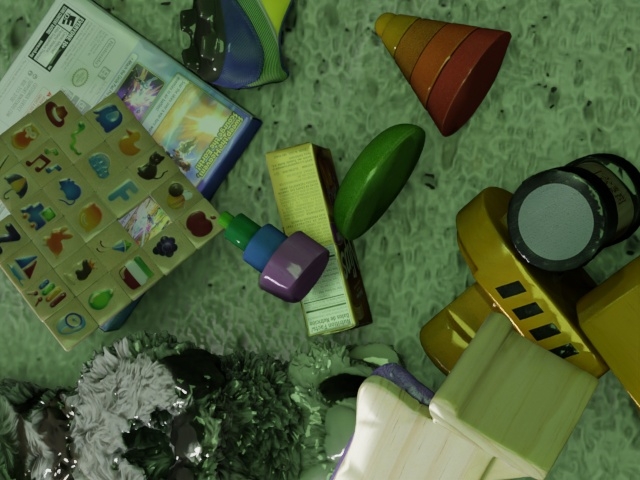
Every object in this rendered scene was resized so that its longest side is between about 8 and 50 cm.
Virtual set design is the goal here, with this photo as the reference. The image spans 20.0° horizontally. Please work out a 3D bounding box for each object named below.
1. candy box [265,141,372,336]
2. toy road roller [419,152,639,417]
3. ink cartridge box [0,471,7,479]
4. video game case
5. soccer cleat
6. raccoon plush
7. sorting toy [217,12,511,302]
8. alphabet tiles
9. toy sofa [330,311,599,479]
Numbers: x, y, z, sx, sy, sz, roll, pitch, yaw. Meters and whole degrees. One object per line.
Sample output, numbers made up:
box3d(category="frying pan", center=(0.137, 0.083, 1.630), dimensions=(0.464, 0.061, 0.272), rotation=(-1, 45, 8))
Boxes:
box3d(category="candy box", center=(0.000, 0.000, 1.809), dimensions=(0.053, 0.109, 0.186), rotation=(-13, 87, 10))
box3d(category="toy road roller", center=(0.250, 0.086, 1.727), dimensions=(0.240, 0.202, 0.329), rotation=(-41, 82, 21))
box3d(category="ink cartridge box", center=(-0.450, 0.233, 1.908), dimensions=(0.171, 0.056, 0.235), rotation=(-37, 83, 7))
box3d(category="video game case", center=(-0.234, -0.084, 1.875), dimensions=(0.244, 0.061, 0.269), rotation=(36, 95, 10))
box3d(category="soccer cleat", center=(-0.076, -0.293, 1.852), dimensions=(0.121, 0.093, 0.289), rotation=(6, 80, -27))
box3d(category="raccoon plush", center=(-0.115, 0.159, 1.829), dimensions=(0.446, 0.299, 0.216), rotation=(22, 110, 41))
box3d(category="sorting toy", center=(0.032, -0.101, 1.742), dimensions=(0.126, 0.127, 0.365), rotation=(36, 65, 14))
box3d(category="alphabet tiles", center=(-0.237, -0.035, 1.794), dimensions=(0.198, 0.009, 0.237), rotation=(-38, 66, -7))
box3d(category="toy sofa", center=(0.096, 0.239, 1.679), dimensions=(0.177, 0.150, 0.362), rotation=(30, 128, 11))
